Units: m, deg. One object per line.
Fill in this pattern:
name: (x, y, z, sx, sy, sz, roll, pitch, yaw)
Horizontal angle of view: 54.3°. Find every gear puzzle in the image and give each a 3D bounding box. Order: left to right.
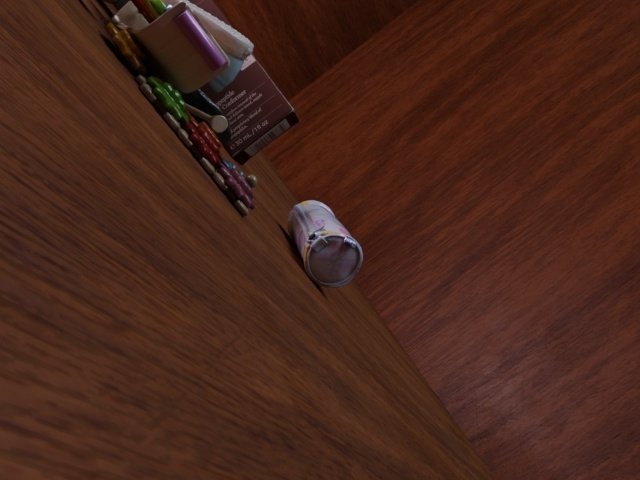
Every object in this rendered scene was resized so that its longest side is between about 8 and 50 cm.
gear puzzle: (-0.205, -0.192, 0.958, 0.339, 0.044, 0.175, 52, 3, -16)

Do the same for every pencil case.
pencil case: (0.000, 0.000, 1.303, 0.124, 0.113, 0.273, 31, 10, -17)

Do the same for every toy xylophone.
toy xylophone: (-0.245, -0.310, 1.041, 0.322, 0.081, 0.236, 40, -9, 47)

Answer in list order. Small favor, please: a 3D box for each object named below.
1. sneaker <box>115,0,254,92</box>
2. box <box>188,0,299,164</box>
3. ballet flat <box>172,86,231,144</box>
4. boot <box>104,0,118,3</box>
sneaker: (-0.321, -0.415, 1.215, 0.366, 0.150, 0.135, 30, 16, -10)
box: (-0.239, -0.398, 1.527, 0.381, 0.191, 0.143, 53, 2, 5)
ballet flat: (-0.234, -0.261, 1.240, 0.173, 0.057, 0.049, 52, -2, -35)
boot: (-0.373, -0.421, 0.879, 0.198, 0.077, 0.137, 39, 10, -10)
